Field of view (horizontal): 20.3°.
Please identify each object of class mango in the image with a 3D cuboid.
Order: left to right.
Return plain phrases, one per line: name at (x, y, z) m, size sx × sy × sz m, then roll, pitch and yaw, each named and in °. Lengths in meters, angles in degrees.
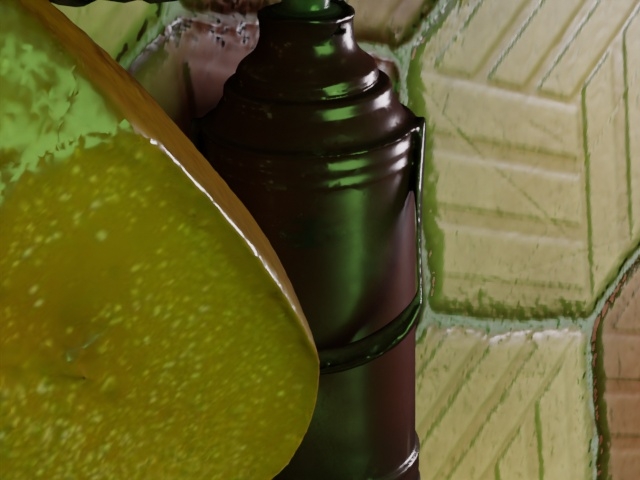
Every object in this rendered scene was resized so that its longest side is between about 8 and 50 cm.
mango at (-0.131, -0.011, 0.534) m, size 0.201 × 0.199 × 0.350 m, roll -34°, pitch 138°, yaw 27°

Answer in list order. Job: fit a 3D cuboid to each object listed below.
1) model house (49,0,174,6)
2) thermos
model house at (-0.039, -0.232, 0.514) m, size 0.230 × 0.248 × 0.280 m, roll -46°, pitch 134°, yaw -24°
thermos at (-0.003, 0.000, 0.769) m, size 0.124 × 0.098 × 0.232 m, roll -76°, pitch 165°, yaw -68°
